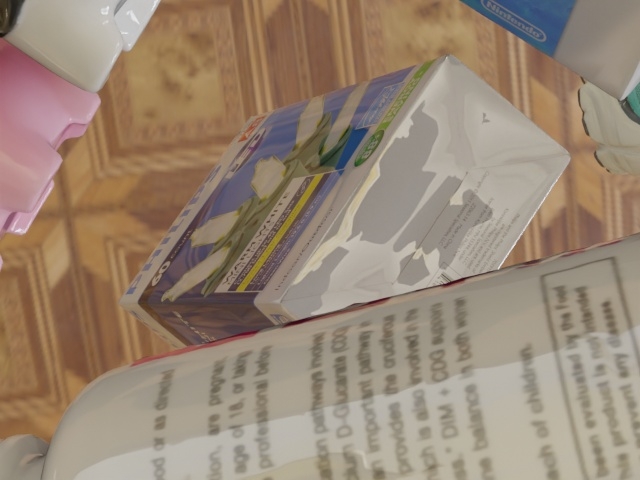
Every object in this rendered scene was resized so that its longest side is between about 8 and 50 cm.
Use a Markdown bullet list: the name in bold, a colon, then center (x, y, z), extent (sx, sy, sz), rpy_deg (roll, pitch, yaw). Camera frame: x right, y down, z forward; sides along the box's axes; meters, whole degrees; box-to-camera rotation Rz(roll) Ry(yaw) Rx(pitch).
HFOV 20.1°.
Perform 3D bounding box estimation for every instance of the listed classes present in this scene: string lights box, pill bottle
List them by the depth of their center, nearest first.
- **pill bottle**: center (0.019, 0.097, 0.503), extent (0.283, 0.160, 0.160), rpy_deg (-15, 111, 9)
- **string lights box**: center (0.000, 0.000, 0.863), extent (0.076, 0.259, 0.133), rpy_deg (39, 75, -16)

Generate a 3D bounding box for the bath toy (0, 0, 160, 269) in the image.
- **bath toy**: center (-0.136, -0.068, 0.622), extent (0.129, 0.151, 0.348), rpy_deg (30, 115, -7)

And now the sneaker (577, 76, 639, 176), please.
- **sneaker**: center (0.262, -0.118, 1.078), extent (0.110, 0.275, 0.107), rpy_deg (2, 126, 41)

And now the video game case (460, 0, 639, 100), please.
- **video game case**: center (0.058, -0.210, 0.742), extent (0.269, 0.061, 0.244), rpy_deg (33, 151, 10)
